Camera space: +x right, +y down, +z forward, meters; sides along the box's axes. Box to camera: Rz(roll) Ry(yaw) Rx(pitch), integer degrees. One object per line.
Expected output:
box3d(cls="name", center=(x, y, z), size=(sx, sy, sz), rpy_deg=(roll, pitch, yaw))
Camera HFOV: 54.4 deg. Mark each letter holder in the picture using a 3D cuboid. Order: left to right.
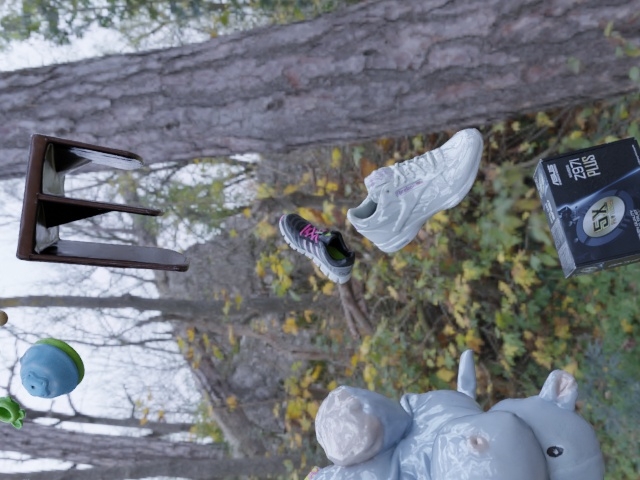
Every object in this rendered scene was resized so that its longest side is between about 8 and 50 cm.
box3d(cls="letter holder", center=(-0.291, -0.048, 0.898), size=(0.302, 0.214, 0.152), rpy_deg=(-168, 86, -72))

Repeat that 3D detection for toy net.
box3d(cls="toy net", center=(-0.366, 0.094, 0.666), size=(0.232, 0.122, 0.045), rpy_deg=(54, -155, -14))

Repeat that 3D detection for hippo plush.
box3d(cls="hippo plush", center=(0.157, 0.248, 0.615), size=(0.236, 0.294, 0.235), rpy_deg=(-12, 84, 52))

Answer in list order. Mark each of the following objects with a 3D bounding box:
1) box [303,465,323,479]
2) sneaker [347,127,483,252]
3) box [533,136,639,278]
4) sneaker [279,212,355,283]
box3d(cls="box", center=(0.029, 0.621, 1.138), size=(0.290, 0.279, 0.177), rpy_deg=(-41, -57, -38))
box3d(cls="sneaker", center=(0.179, -0.104, 1.186), size=(0.305, 0.152, 0.114), rpy_deg=(-46, 29, 24))
box3d(cls="box", center=(0.429, -0.049, 0.957), size=(0.077, 0.147, 0.180), rpy_deg=(56, -158, -71))
box3d(cls="sneaker", center=(0.000, 0.000, 1.143), size=(0.063, 0.170, 0.075), rpy_deg=(-40, -11, -40))
